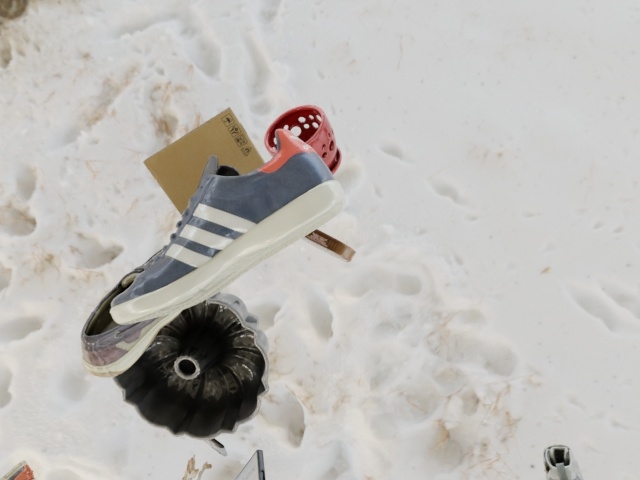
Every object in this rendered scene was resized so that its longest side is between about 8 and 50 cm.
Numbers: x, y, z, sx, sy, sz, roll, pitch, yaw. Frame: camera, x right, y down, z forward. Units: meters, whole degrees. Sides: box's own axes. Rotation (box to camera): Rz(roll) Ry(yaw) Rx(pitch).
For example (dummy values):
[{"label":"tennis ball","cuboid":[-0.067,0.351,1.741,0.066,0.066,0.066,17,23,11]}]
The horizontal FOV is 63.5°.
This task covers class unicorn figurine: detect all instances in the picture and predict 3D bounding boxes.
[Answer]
[{"label":"unicorn figurine","cuboid":[-0.228,0.480,0.933,0.060,0.162,0.111,28,102,-19]}]

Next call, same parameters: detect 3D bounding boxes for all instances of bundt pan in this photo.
[{"label":"bundt pan","cuboid":[-0.251,0.232,1.060,0.331,0.124,0.330,2,105,7]}]

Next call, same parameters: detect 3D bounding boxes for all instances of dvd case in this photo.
[{"label":"dvd case","cuboid":[-0.193,0.733,1.415,0.022,0.180,0.253,20,28,-23]}]

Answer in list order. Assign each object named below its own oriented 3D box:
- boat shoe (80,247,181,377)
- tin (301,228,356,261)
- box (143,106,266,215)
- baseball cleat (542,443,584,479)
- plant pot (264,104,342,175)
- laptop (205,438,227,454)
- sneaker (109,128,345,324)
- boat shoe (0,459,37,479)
[{"label":"boat shoe","cuboid":[-0.290,0.091,0.855,0.103,0.092,0.285,19,42,11]},{"label":"tin","cuboid":[0.000,0.000,1.316,0.190,0.106,0.040,28,88,7]},{"label":"box","cuboid":[-0.162,-0.089,0.849,0.165,0.021,0.201,-33,110,-2]},{"label":"baseball cleat","cuboid":[0.394,0.383,0.821,0.072,0.206,0.109,-10,63,17]},{"label":"plant pot","cuboid":[-0.039,-0.261,1.479,0.191,0.174,0.191,-17,47,19]},{"label":"laptop","cuboid":[-0.322,0.439,1.396,0.265,0.234,0.136,33,64,10]},{"label":"sneaker","cuboid":[-0.146,-0.019,0.691,0.350,0.131,0.148,-31,83,5]},{"label":"boat shoe","cuboid":[-0.509,0.395,0.790,0.137,0.049,0.043,-31,75,-26]}]
